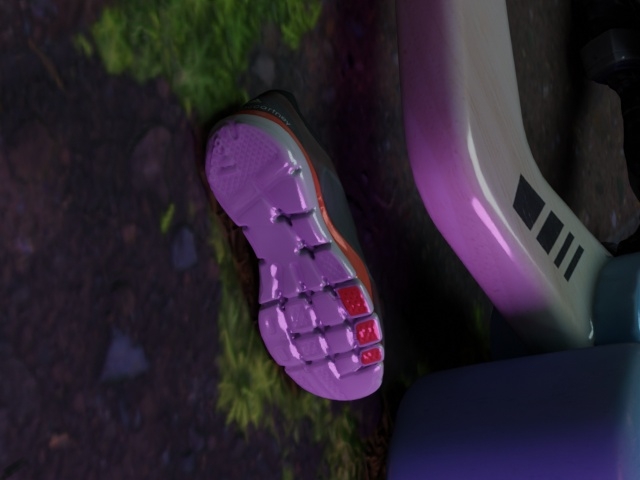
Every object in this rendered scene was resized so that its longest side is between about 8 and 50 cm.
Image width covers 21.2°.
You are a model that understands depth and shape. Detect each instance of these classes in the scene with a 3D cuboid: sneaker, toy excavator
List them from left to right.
[{"bbox_3d":[0.000,0.000,0.790,0.065,0.061,0.158,-59,137,-53],"label":"sneaker"},{"bbox_3d":[0.133,0.058,0.895,0.445,0.222,0.433,47,47,-37],"label":"toy excavator"}]

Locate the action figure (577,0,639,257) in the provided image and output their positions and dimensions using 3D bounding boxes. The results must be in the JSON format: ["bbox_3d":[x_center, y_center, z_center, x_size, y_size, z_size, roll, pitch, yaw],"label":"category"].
[{"bbox_3d":[0.229,-0.039,1.090,0.099,0.185,0.285,15,68,-29],"label":"action figure"}]
